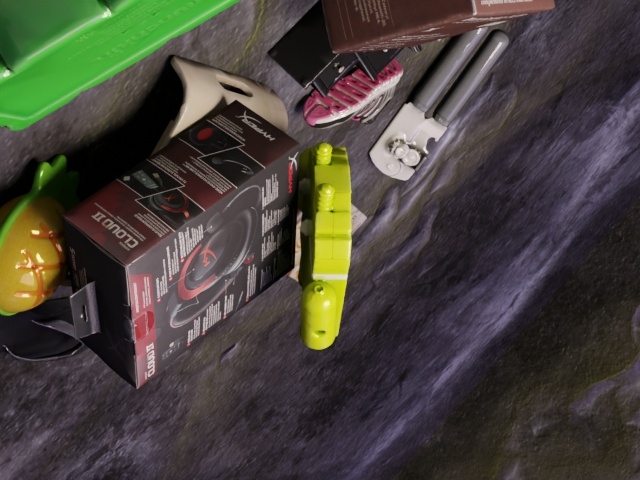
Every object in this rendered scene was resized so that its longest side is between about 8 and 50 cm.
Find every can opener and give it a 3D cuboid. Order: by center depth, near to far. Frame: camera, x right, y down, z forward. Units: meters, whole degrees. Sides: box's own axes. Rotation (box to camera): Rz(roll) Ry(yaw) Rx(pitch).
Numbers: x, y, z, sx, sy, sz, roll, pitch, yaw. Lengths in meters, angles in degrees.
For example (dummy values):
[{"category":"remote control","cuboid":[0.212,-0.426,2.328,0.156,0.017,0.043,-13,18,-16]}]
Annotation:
[{"category":"can opener","cuboid":[0.170,-0.209,2.020,0.280,0.074,0.093,-54,-170,23]}]

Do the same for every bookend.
[{"category":"bookend","cuboid":[0.034,-0.239,1.721,0.157,0.072,0.156,-45,157,0]}]

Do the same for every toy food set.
[{"category":"toy food set","cuboid":[-0.184,-0.068,1.647,0.306,0.092,0.219,-59,153,11]}]

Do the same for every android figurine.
[{"category":"android figurine","cuboid":[0.000,0.000,1.638,0.056,0.248,0.273,0,143,-4]}]

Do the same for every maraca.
[{"category":"maraca","cuboid":[-0.316,-0.005,1.507,0.127,0.099,0.186,68,43,-67]}]

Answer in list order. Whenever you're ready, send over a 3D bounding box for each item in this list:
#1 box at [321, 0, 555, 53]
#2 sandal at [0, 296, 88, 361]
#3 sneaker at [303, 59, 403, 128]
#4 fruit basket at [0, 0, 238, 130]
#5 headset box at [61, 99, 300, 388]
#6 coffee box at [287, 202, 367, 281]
[{"category":"box","cuboid":[0.120,-0.312,1.520,0.203,0.167,0.168,-8,-176,41]},{"category":"sandal","cuboid":[-0.351,0.118,1.691,0.097,0.054,0.254,-51,156,12]},{"category":"sneaker","cuboid":[0.043,-0.182,1.838,0.170,0.063,0.075,-35,149,-34]},{"category":"fruit basket","cuboid":[-0.213,-0.305,0.952,0.392,0.392,0.283,-48,175,7]},{"category":"headset box","cuboid":[-0.162,0.011,1.544,0.293,0.110,0.218,-38,150,-30]},{"category":"coffee box","cuboid":[-0.049,-0.041,1.873,0.141,0.098,0.246,-48,156,3]}]
